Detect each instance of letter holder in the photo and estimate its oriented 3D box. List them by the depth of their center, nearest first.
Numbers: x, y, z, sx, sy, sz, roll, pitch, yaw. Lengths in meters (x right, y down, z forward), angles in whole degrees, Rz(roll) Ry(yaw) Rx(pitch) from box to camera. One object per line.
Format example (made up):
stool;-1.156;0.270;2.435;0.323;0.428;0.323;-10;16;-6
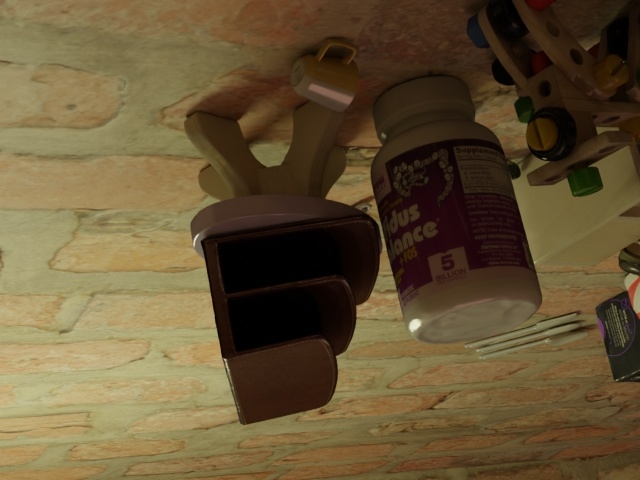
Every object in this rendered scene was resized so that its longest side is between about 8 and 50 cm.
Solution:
letter holder;-0.018;0.103;1.653;0.214;0.152;0.302;-11;158;-3

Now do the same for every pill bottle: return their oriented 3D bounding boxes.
pill bottle;0.153;-0.040;1.610;0.169;0.301;0.169;-11;158;-4

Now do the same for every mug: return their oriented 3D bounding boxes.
mug;0.002;-0.190;1.510;0.064;0.078;0.062;12;-178;-29

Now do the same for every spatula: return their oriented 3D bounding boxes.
spatula;0.432;0.208;2.772;0.242;0.019;0.168;-17;159;14

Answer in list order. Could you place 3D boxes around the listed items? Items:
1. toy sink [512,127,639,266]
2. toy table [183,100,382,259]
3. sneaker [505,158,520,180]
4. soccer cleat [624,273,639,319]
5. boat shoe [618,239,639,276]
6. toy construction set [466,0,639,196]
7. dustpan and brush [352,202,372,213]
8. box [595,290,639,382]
toy sink;0.397;-0.077;1.852;0.131;0.153;0.234;2;154;-32
toy table;-0.051;-0.061;1.648;0.252;0.161;0.274;-23;156;28
sneaker;0.245;-0.097;1.896;0.083;0.031;0.035;0;169;-17
soccer cleat;0.653;0.061;2.379;0.109;0.116;0.318;-4;158;-19
boat shoe;0.549;-0.038;1.994;0.122;0.120;0.324;14;-156;26
toy construction set;0.335;-0.171;1.463;0.309;0.237;0.257;-22;157;23
dustpan and brush;0.000;0.000;1.988;0.147;0.060;0.211;24;147;-37
box;0.694;0.159;2.580;0.143;0.165;0.270;6;153;-37
